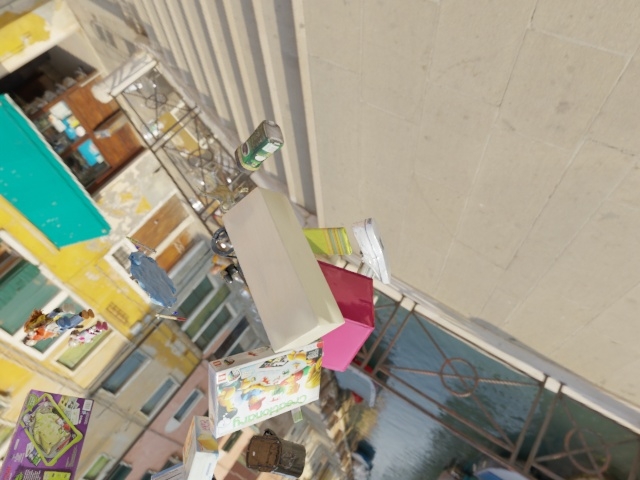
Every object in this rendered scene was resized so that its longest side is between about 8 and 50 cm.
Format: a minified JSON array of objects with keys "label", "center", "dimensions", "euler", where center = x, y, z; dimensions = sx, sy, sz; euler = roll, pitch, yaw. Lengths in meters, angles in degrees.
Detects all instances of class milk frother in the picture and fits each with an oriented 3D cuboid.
[{"label":"milk frother","center":[-0.202,0.028,1.070],"dimensions":[0.135,0.129,0.143],"euler":[-173,68,-71]}]

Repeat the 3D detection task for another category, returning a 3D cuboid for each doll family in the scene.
[{"label":"doll family","center":[-0.820,0.264,1.356],"dimensions":[0.118,0.163,0.263],"euler":[64,-175,20]}]

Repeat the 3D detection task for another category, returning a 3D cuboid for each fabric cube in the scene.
[{"label":"fabric cube","center":[0.030,0.270,1.555],"dimensions":[0.254,0.259,0.258],"euler":[20,126,-8]}]

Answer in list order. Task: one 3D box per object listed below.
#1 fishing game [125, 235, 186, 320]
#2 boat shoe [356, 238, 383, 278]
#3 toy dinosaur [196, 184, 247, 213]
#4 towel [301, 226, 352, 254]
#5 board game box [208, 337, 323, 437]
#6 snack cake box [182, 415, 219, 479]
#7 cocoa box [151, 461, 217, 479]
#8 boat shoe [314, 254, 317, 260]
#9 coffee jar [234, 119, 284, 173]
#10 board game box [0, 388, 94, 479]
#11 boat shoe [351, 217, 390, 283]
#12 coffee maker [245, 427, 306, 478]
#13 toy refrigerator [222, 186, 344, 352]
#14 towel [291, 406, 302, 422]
[{"label":"fishing game","center":[-0.466,0.110,1.180],"dimensions":[0.264,0.041,0.189],"euler":[58,-177,20]},{"label":"boat shoe","center":[0.216,0.096,1.775],"dimensions":[0.081,0.227,0.079],"euler":[29,168,-10]},{"label":"toy dinosaur","center":[-0.315,-0.134,1.373],"dimensions":[0.053,0.183,0.092],"euler":[-22,81,46]},{"label":"towel","center":[0.000,0.000,1.521],"dimensions":[0.237,0.021,0.102],"euler":[1,116,37]},{"label":"board game box","center":[-0.136,0.367,1.114],"dimensions":[0.053,0.305,0.193],"euler":[29,120,51]},{"label":"snack cake box","center":[-0.467,0.817,1.664],"dimensions":[0.089,0.152,0.264],"euler":[16,-178,-20]},{"label":"cocoa box","center":[-0.552,1.120,1.781],"dimensions":[0.228,0.231,0.347],"euler":[38,129,44]},{"label":"boat shoe","center":[-0.127,0.032,2.077],"dimensions":[0.324,0.123,0.120],"euler":[16,115,49]},{"label":"coffee jar","center":[-0.200,-0.294,1.370],"dimensions":[0.184,0.079,0.096],"euler":[-31,65,40]},{"label":"board game box","center":[-0.884,0.674,1.381],"dimensions":[0.056,0.346,0.208],"euler":[-32,133,30]},{"label":"boat shoe","center":[0.173,0.039,1.446],"dimensions":[0.084,0.095,0.258],"euler":[-10,117,22]},{"label":"coffee maker","center":[-0.119,0.685,1.342],"dimensions":[0.171,0.120,0.178],"euler":[16,159,38]},{"label":"toy refrigerator","center":[-0.068,0.048,0.760],"dimensions":[0.094,0.102,0.269],"euler":[9,-131,-57]},{"label":"towel","center":[-0.101,0.586,1.577],"dimensions":[0.113,0.023,0.152],"euler":[113,146,-60]}]
